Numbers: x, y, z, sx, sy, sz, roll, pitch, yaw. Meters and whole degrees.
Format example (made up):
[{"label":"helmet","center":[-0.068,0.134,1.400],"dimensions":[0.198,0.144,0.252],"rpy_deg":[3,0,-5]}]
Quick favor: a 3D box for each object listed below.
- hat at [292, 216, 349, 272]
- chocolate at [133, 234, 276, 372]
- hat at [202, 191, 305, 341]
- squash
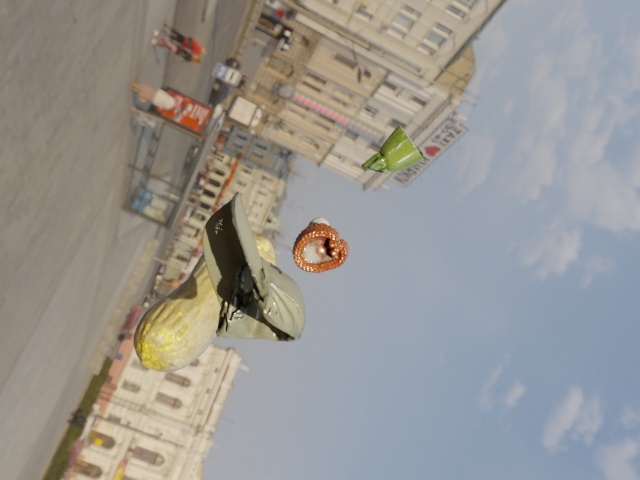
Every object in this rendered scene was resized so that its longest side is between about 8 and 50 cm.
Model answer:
[{"label":"hat","center":[0.000,0.000,1.255],"dimensions":[0.162,0.112,0.093],"rpy_deg":[-82,160,-76]},{"label":"chocolate","center":[-0.203,0.104,1.089],"dimensions":[0.309,0.134,0.134],"rpy_deg":[-46,-177,-24]},{"label":"hat","center":[-0.066,0.032,0.687],"dimensions":[0.147,0.085,0.175],"rpy_deg":[-21,-100,59]},{"label":"squash","center":[0.167,-0.193,1.452],"dimensions":[0.132,0.105,0.105],"rpy_deg":[-38,-161,12]}]
